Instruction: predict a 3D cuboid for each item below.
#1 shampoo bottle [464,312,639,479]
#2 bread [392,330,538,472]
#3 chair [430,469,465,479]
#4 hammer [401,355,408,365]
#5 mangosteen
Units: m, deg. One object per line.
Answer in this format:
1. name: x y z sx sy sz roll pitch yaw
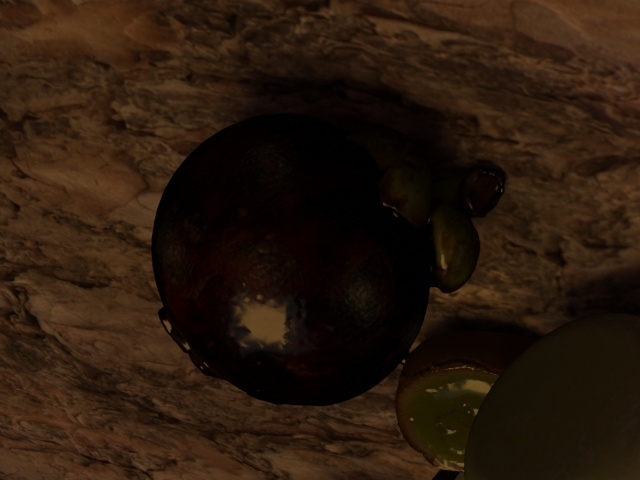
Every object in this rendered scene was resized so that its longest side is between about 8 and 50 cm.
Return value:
1. shampoo bottle: 0.328 0.251 1.437 0.317 0.322 0.322 39 147 -28
2. bread: 0.198 0.196 1.663 0.236 0.070 0.236 12 139 11
3. chair: 0.240 0.374 1.756 0.274 0.190 0.203 2 110 36
4. hammer: 0.127 0.160 1.750 0.178 0.021 0.065 34 146 1
5. mangosteen: 0.000 0.000 1.453 0.306 0.359 0.306 51 175 6
